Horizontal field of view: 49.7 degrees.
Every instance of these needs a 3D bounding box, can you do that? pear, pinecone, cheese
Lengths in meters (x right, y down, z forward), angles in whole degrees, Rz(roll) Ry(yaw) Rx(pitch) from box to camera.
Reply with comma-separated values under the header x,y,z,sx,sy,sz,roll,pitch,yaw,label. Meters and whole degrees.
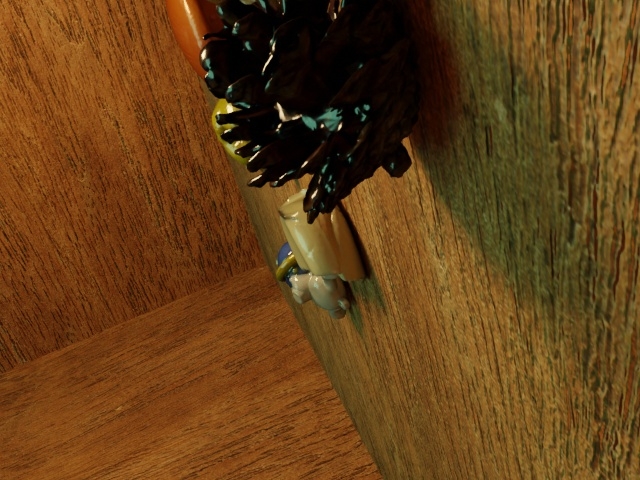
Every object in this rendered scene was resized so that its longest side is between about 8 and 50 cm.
x,y,z,sx,sy,sz,roll,pitch,yaw,label
-0.137,-0.270,1.530,0.200,0.200,0.199,157,90,-81,pear
-0.011,-0.181,0.803,0.298,0.242,0.295,-178,64,-85,pinecone
0.000,0.000,1.570,0.233,0.127,0.266,66,174,-11,cheese

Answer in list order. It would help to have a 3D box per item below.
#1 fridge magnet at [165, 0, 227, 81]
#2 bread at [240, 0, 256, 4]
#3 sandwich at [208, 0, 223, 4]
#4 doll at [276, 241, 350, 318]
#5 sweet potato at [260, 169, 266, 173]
x,y,z,sx,sy,sz,roll,pitch,yaw,label
-0.335,-0.598,1.952,0.363,0.155,0.363,157,90,-81,fridge magnet
-0.134,-0.503,1.089,0.207,0.056,0.286,-2,130,46,bread
-0.278,-0.641,1.625,0.122,0.128,0.235,-111,5,-50,sandwich
-0.026,0.093,1.835,0.311,0.160,0.242,109,138,-72,doll
-0.152,-0.278,1.862,0.310,0.098,0.124,71,172,-46,sweet potato
